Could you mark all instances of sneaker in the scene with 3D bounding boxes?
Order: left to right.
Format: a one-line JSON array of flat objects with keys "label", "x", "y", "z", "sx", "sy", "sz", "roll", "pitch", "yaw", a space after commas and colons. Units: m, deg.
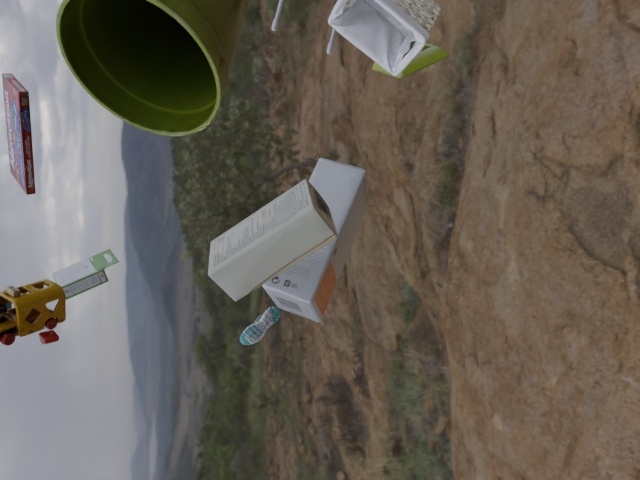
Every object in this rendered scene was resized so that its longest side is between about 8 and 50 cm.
[{"label": "sneaker", "x": -0.209, "y": 0.297, "z": 1.902, "sx": 0.065, "sy": 0.166, "sz": 0.076, "roll": 51, "pitch": 164, "yaw": -2}]

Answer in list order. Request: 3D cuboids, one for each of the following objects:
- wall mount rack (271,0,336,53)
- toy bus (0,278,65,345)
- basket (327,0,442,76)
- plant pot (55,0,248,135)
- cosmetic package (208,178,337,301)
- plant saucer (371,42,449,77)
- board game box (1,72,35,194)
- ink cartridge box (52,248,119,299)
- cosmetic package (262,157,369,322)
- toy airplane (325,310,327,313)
[{"label": "wall mount rack", "x": -0.002, "y": -0.777, "z": 1.724, "sx": 0.304, "sy": 0.350, "sz": 0.130, "roll": -56, "pitch": 33, "yaw": 34}, {"label": "toy bus", "x": -0.665, "y": 0.151, "z": 1.207, "sx": 0.202, "sy": 0.191, "sz": 0.104, "roll": -127, "pitch": 42, "yaw": -65}, {"label": "basket", "x": 0.119, "y": -0.404, "z": 0.994, "sx": 0.103, "sy": 0.167, "sz": 0.113, "roll": -57, "pitch": 8, "yaw": -29}, {"label": "plant pot", "x": -0.336, "y": -0.496, "z": 1.266, "sx": 0.366, "sy": 0.367, "sz": 0.352, "roll": 116, "pitch": 175, "yaw": -55}, {"label": "cosmetic package", "x": -0.123, "y": -0.002, "z": 1.377, "sx": 0.113, "sy": 0.310, "sz": 0.160, "roll": 50, "pitch": -165, "yaw": -30}, {"label": "plant saucer", "x": 0.281, "y": -0.589, "z": 1.767, "sx": 0.188, "sy": 0.188, "sz": 0.045, "roll": 44, "pitch": 158, "yaw": 54}, {"label": "board game box", "x": -0.791, "y": -0.277, "z": 1.448, "sx": 0.145, "sy": 0.027, "sz": 0.281, "roll": 39, "pitch": 129, "yaw": 38}, {"label": "ink cartridge box", "x": -0.819, "y": 0.117, "z": 1.947, "sx": 0.109, "sy": 0.209, "sz": 0.062, "roll": 36, "pitch": 144, "yaw": 44}, {"label": "cosmetic package", "x": 0.000, "y": 0.000, "z": 1.727, "sx": 0.230, "sy": 0.162, "sz": 0.453, "roll": 70, "pitch": -140, "yaw": -66}, {"label": "toy airplane", "x": 0.009, "y": 0.205, "z": 2.018, "sx": 0.151, "sy": 0.028, "sz": 0.151, "roll": 179, "pitch": 90, "yaw": -68}]
